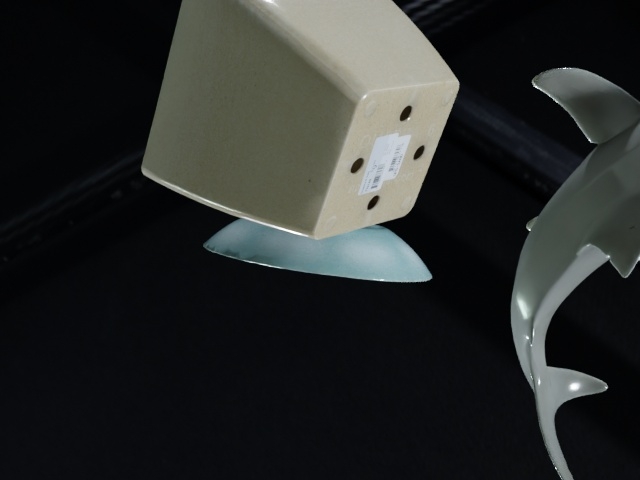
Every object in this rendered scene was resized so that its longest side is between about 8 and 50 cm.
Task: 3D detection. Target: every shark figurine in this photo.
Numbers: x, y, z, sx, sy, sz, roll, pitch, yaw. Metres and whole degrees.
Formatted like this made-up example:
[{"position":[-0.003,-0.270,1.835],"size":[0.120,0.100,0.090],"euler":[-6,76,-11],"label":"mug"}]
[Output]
[{"position":[0.168,0.016,0.622],"size":[0.166,0.278,0.116],"euler":[24,-155,-11],"label":"shark figurine"}]

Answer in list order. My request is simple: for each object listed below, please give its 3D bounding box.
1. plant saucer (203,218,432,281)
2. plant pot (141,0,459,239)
[{"position":[0.000,0.000,0.876],"size":[0.194,0.195,0.038],"euler":[9,-86,22],"label":"plant saucer"},{"position":[-0.002,-0.060,0.486],"size":[0.096,0.109,0.109],"euler":[36,-148,29],"label":"plant pot"}]
